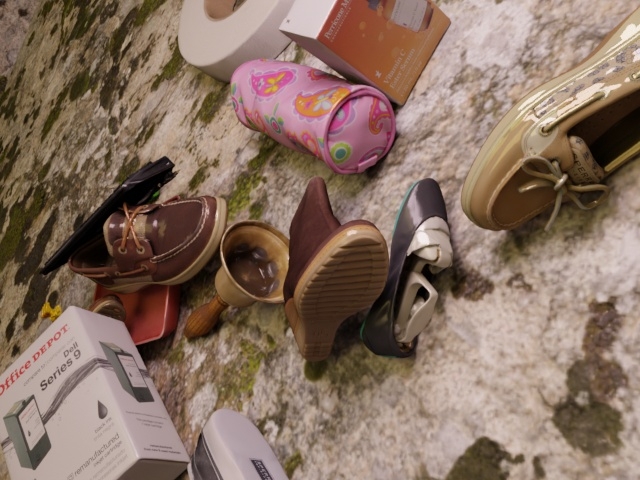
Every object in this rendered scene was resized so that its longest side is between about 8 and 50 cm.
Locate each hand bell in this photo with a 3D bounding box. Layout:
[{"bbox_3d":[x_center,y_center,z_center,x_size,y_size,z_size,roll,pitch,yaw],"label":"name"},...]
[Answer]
[{"bbox_3d":[-0.142,0.084,0.885,0.242,0.126,0.126,-41,46,42],"label":"hand bell"}]

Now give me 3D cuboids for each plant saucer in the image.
[{"bbox_3d":[-0.325,0.077,1.102,0.259,0.048,0.258,-20,58,38],"label":"plant saucer"}]

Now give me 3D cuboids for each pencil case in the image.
[{"bbox_3d":[-0.021,-0.181,0.860,0.284,0.124,0.124,33,96,49],"label":"pencil case"}]

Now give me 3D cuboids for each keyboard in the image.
[{"bbox_3d":[-0.358,-0.053,1.068,0.317,0.033,0.201,-34,6,34],"label":"keyboard"}]

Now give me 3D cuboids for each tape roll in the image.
[{"bbox_3d":[-0.127,-0.485,1.145,0.392,0.072,0.391,-23,56,38],"label":"tape roll"}]

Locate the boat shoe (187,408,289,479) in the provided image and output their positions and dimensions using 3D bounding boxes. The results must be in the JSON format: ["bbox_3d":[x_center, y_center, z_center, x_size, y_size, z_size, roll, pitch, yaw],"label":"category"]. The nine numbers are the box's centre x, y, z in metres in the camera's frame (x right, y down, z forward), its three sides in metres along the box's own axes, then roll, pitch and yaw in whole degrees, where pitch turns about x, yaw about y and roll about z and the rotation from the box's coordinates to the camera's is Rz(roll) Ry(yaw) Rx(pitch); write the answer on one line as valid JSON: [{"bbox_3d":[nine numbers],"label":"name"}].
[{"bbox_3d":[-0.083,0.325,0.689,0.102,0.108,0.301,-57,39,9],"label":"boat shoe"}]

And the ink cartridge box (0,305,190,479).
[{"bbox_3d":[-0.357,0.276,0.916,0.211,0.121,0.289,-44,56,5],"label":"ink cartridge box"}]

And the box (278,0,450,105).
[{"bbox_3d":[0.058,-0.274,0.775,0.091,0.171,0.130,37,100,48],"label":"box"}]

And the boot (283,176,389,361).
[{"bbox_3d":[0.000,0.000,0.710,0.248,0.090,0.206,112,156,-50],"label":"boot"}]

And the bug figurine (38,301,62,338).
[{"bbox_3d":[-0.498,0.249,1.162,0.216,0.072,0.278,-31,55,52],"label":"bug figurine"}]

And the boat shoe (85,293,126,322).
[{"bbox_3d":[-0.410,0.163,1.059,0.178,0.064,0.060,-43,33,1],"label":"boat shoe"}]

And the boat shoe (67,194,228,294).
[{"bbox_3d":[-0.286,0.003,0.967,0.342,0.123,0.123,-17,60,40],"label":"boat shoe"}]

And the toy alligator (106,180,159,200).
[{"bbox_3d":[-0.373,-0.100,1.236,0.190,0.056,0.051,-6,108,45],"label":"toy alligator"}]

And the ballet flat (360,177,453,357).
[{"bbox_3d":[0.106,0.035,0.658,0.074,0.074,0.203,23,95,49],"label":"ballet flat"}]

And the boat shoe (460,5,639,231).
[{"bbox_3d":[0.249,-0.103,0.547,0.285,0.105,0.089,-46,42,19],"label":"boat shoe"}]
